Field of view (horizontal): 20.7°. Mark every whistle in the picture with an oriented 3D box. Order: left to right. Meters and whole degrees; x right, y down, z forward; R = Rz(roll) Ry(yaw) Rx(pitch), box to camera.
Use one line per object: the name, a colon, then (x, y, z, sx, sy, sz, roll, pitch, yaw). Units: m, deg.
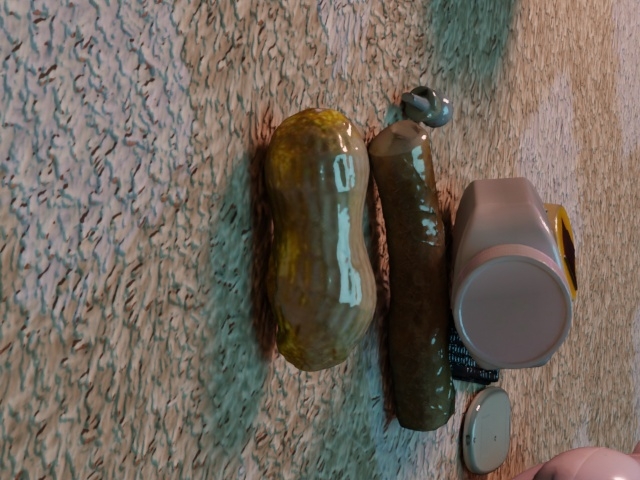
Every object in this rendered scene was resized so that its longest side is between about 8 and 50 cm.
whistle: (0.100, -0.128, 1.662, 0.100, 0.035, 0.035, 12, 82, -66)

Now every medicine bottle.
medicine bottle: (0.179, 0.034, 1.671, 0.296, 0.111, 0.161, -60, 146, -79)

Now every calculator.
calculator: (0.186, 0.210, 1.931, 0.153, 0.021, 0.095, -4, 97, -65)

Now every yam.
yam: (0.087, 0.036, 1.612, 0.066, 0.066, 0.299, -45, 133, -59)

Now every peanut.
peanut: (0.000, 0.000, 1.360, 0.087, 0.087, 0.206, -20, 110, -66)

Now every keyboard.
keyboard: (0.157, 0.114, 1.847, 0.231, 0.023, 0.072, 20, 76, -67)

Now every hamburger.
hamburger: (0.243, 0.025, 1.975, 0.126, 0.081, 0.141, 45, 40, -64)

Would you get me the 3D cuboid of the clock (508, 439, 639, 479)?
clock: (0.305, 0.389, 1.949, 0.377, 0.251, 0.368, -31, 121, -56)
